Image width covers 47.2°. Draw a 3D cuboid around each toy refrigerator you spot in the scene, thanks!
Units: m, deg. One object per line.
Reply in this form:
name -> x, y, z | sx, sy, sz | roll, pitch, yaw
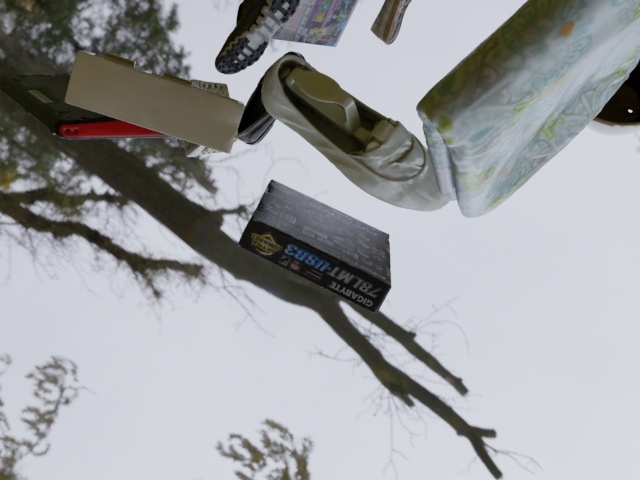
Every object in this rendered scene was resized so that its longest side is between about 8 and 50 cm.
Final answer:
toy refrigerator -> -0.264, -0.231, 1.202 | 0.102, 0.270, 0.094 | -115, -138, -76

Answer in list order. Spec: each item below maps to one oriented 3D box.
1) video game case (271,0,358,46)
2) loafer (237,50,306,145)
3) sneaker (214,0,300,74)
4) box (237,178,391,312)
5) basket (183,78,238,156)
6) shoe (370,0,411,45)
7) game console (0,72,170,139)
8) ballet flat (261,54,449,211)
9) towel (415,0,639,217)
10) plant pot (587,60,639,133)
video game case -> -0.016, -0.546, 1.748 | 0.201, 0.183, 0.023 | 125, -37, -56
loafer -> -0.129, -0.359, 1.840 | 0.096, 0.084, 0.267 | 37, -78, 21
sneaker -> -0.149, -0.459, 1.575 | 0.234, 0.078, 0.106 | -47, -130, 8
box -> 0.000, 0.000, 1.479 | 0.073, 0.296, 0.293 | -62, -174, 18
basket -> -0.282, -0.301, 1.817 | 0.113, 0.103, 0.167 | -26, -107, 54
shoe -> 0.170, -0.543, 1.628 | 0.058, 0.219, 0.076 | 40, -139, 20
game console -> -0.421, -0.272, 1.472 | 0.342, 0.060, 0.386 | -13, -151, -35
ballet flat -> 0.063, -0.189, 1.273 | 0.400, 0.139, 0.139 | 35, -102, 7
towel -> 0.269, -0.182, 0.873 | 0.320, 0.374, 0.090 | -44, -108, 1
plant pot -> 0.581, -0.301, 1.432 | 0.237, 0.254, 0.237 | -2, -99, 14
